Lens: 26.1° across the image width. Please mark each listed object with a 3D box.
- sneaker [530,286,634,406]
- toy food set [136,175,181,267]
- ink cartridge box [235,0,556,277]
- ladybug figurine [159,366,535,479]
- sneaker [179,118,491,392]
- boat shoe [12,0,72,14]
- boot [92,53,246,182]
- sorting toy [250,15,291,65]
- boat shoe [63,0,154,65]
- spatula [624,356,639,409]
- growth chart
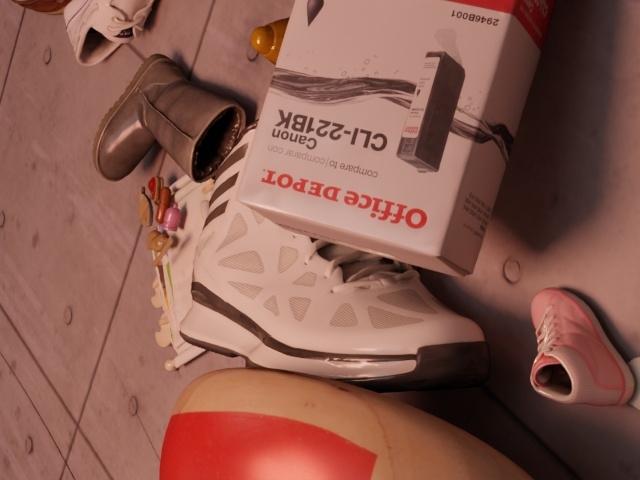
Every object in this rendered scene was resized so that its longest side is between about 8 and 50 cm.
[{"bbox_3d":[0.197,0.087,1.146,0.134,0.070,0.051,58,141,45],"label":"sneaker"},{"bbox_3d":[-0.194,-0.030,1.692,0.078,0.019,0.122,-50,42,40],"label":"toy food set"},{"bbox_3d":[0.067,-0.126,1.191,0.197,0.114,0.273,15,87,22],"label":"ink cartridge box"},{"bbox_3d":[0.011,0.247,1.193,0.449,0.305,0.162,2,49,49],"label":"ladybug figurine"},{"bbox_3d":[-0.001,0.000,1.340,0.447,0.169,0.258,10,97,55],"label":"sneaker"},{"bbox_3d":[-0.357,-0.391,1.883,0.324,0.119,0.123,-9,80,52],"label":"boat shoe"},{"bbox_3d":[-0.182,-0.117,1.660,0.208,0.076,0.190,42,111,43],"label":"boot"},{"bbox_3d":[0.021,-0.308,1.371,0.127,0.126,0.366,43,121,46],"label":"sorting toy"},{"bbox_3d":[-0.255,-0.296,1.778,0.258,0.095,0.084,-28,69,60],"label":"boat shoe"},{"bbox_3d":[0.324,0.089,1.026,0.242,0.019,0.168,32,112,50],"label":"spatula"},{"bbox_3d":[-0.160,0.030,1.673,0.172,0.021,0.237,-23,69,51],"label":"growth chart"}]
